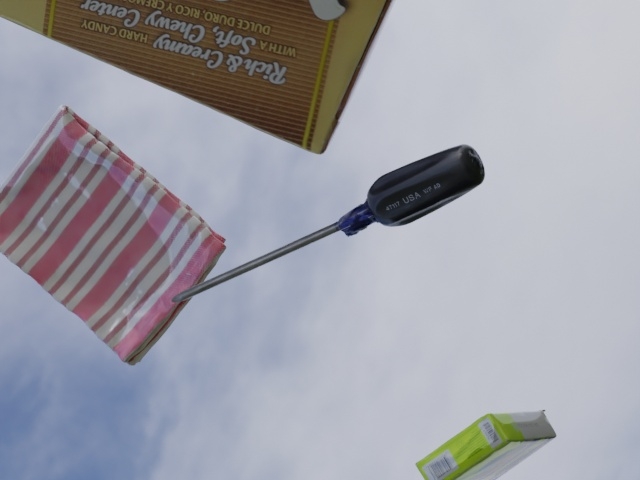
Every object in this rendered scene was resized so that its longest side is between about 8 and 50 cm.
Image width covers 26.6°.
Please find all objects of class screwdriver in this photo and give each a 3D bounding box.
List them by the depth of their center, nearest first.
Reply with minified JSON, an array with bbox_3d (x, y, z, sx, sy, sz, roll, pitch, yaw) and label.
[{"bbox_3d":[0.000,0.000,0.601,0.025,0.170,0.024,39,-142,-32],"label":"screwdriver"}]

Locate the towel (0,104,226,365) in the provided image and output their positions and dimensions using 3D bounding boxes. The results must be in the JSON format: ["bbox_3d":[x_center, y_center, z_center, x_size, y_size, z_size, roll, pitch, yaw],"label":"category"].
[{"bbox_3d":[-0.193,-0.004,1.168,0.144,0.197,0.029,-52,-7,14],"label":"towel"}]

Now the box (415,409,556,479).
[{"bbox_3d":[0.192,0.235,1.521,0.109,0.042,0.178,-39,-23,21],"label":"box"}]

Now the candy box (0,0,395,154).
[{"bbox_3d":[-0.103,-0.193,0.687,0.087,0.316,0.183,-72,6,-70],"label":"candy box"}]
